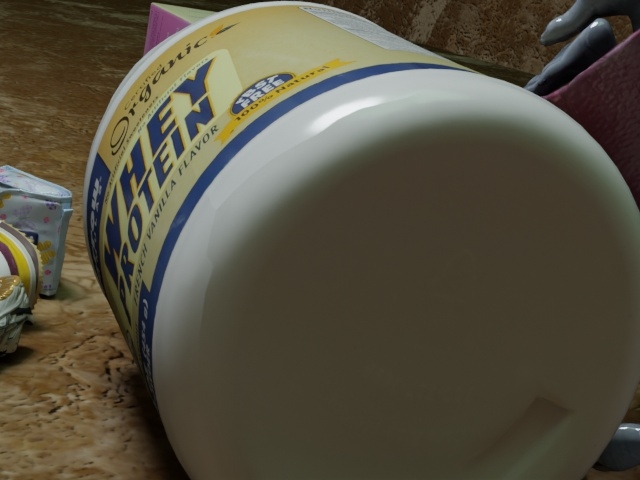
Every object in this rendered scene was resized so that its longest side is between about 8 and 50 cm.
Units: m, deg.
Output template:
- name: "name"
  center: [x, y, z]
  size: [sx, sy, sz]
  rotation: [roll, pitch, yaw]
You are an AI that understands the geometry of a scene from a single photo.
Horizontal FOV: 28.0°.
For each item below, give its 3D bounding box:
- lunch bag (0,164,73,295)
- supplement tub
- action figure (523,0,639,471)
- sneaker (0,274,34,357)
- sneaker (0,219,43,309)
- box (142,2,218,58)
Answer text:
- name: "lunch bag"
  center: [-0.203, -0.008, 0.855]
  size: [0.083, 0.071, 0.053]
  rotation: [21, 16, 31]
- name: "supplement tub"
  center: [0.000, 0.000, 0.667]
  size: [0.228, 0.228, 0.316]
  rotation: [5, 16, -20]
- name: "action figure"
  center: [0.272, 0.009, 0.716]
  size: [0.370, 0.276, 0.248]
  rotation: [51, 32, 8]
- name: "sneaker"
  center: [-0.185, 0.055, 0.717]
  size: [0.032, 0.037, 0.083]
  rotation: [-4, 30, 28]
- name: "sneaker"
  center: [-0.260, -0.002, 0.800]
  size: [0.185, 0.069, 0.084]
  rotation: [19, 12, 33]
- name: "box"
  center: [-0.083, -0.207, 1.589]
  size: [0.213, 0.117, 0.243]
  rotation: [3, 16, -27]
